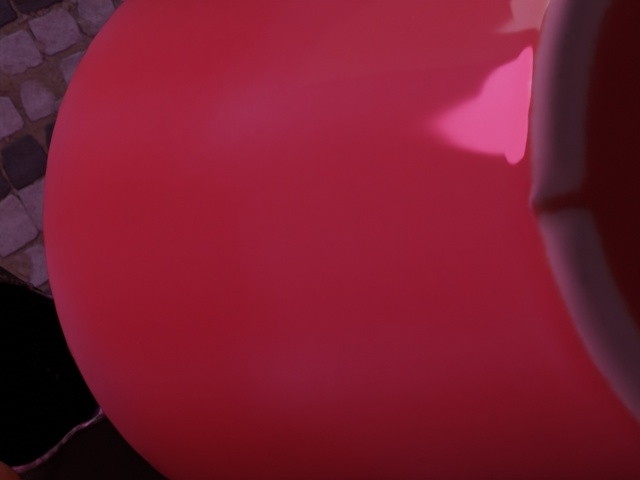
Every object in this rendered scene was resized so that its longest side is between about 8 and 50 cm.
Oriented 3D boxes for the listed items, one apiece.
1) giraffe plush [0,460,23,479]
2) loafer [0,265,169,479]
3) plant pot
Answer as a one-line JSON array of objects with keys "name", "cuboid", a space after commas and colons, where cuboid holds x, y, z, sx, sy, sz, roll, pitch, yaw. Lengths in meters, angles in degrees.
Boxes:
[{"name": "giraffe plush", "cuboid": [-0.141, 0.146, 0.513, 0.210, 0.170, 0.181, -31, 5, -7]}, {"name": "loafer", "cuboid": [-0.140, 0.091, 0.670, 0.130, 0.134, 0.366, -1, -21, 34]}, {"name": "plant pot", "cuboid": [0.070, -0.016, 0.515, 0.275, 0.275, 0.243, -33, 14, -31]}]
